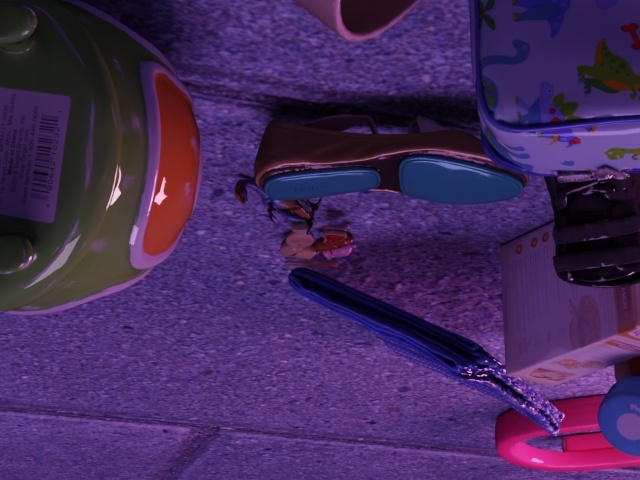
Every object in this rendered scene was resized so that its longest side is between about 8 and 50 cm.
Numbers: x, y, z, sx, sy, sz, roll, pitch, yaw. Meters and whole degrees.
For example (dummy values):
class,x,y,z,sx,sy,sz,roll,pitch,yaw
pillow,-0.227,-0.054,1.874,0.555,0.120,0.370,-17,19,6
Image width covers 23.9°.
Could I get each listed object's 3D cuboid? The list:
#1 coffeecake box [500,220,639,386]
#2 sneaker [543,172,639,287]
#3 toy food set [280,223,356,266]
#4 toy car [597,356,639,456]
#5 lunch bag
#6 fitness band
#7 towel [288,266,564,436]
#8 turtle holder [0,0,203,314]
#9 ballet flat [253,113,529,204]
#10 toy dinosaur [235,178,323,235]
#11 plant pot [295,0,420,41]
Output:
class,x,y,z,sx,sy,sz,roll,pitch,yaw
coffeecake box,0.263,0.049,1.484,0.068,0.142,0.185,15,154,-31
sneaker,0.222,-0.052,1.238,0.104,0.147,0.296,-7,155,23
toy food set,0.000,0.000,1.525,0.078,0.019,0.122,3,163,-9
toy car,0.429,0.138,1.470,0.238,0.210,0.219,-37,180,36
lunch bag,0.179,-0.147,0.916,0.176,0.219,0.090,-4,158,10
fitness band,0.391,0.271,2.141,0.291,0.054,0.209,-11,152,25
towel,0.121,0.127,1.659,0.243,0.040,0.336,24,173,29
turtle holder,-0.235,-0.052,1.139,0.320,0.243,0.227,-25,164,30
ballet flat,0.060,-0.076,1.280,0.232,0.073,0.080,1,151,-1
toy dinosaur,-0.043,-0.035,1.430,0.082,0.047,0.090,22,166,-3
plant pot,0.013,-0.256,0.656,0.191,0.284,0.284,34,158,8
